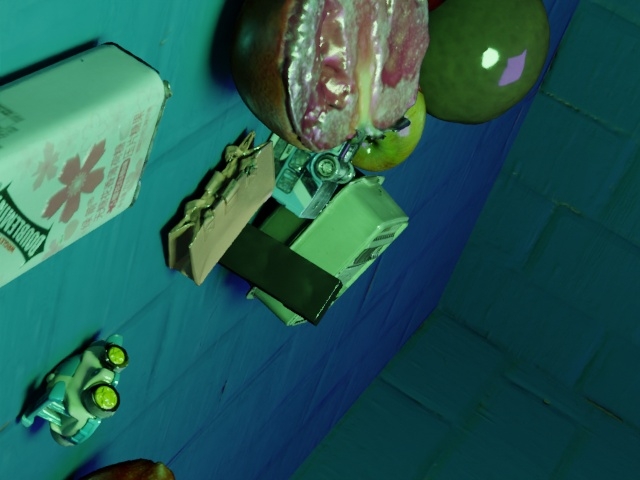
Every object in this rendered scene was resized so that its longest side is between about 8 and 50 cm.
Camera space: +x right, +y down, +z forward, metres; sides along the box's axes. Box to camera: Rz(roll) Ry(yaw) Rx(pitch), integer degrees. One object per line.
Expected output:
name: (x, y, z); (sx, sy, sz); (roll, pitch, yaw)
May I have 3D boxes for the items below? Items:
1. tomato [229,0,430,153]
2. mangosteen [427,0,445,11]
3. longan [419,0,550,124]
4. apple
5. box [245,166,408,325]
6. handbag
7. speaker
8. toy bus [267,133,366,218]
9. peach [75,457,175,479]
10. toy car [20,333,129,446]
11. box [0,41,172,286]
tomato: (0.002, -0.278, 1.689); (0.334, 0.176, 0.290); (-24, 127, -47)
mangosteen: (0.115, -0.416, 1.826); (0.200, 0.199, 0.200); (-53, 165, -20)
longan: (0.259, -0.348, 2.238); (0.297, 0.297, 0.297); (-53, 165, -20)
apple: (0.093, -0.213, 2.153); (0.182, 0.182, 0.155); (105, -1, -51)
box: (0.000, 0.000, 2.205); (0.290, 0.166, 0.220); (-47, 170, 16)
handbag: (-0.147, -0.049, 1.907); (0.212, 0.059, 0.157); (-53, 166, -22)
speaker: (-0.076, 0.044, 2.019); (0.082, 0.218, 0.044); (-57, 165, -8)
toy bus: (0.015, -0.185, 2.025); (0.297, 0.131, 0.106); (-60, 165, 8)
peach: (-0.341, 0.514, 2.028); (0.362, 0.257, 0.201); (-61, 172, 26)
toy car: (-0.334, 0.193, 1.766); (0.126, 0.098, 0.162); (-35, -145, 41)
box: (-0.297, -0.057, 1.259); (0.369, 0.112, 0.190); (-38, 157, -52)
